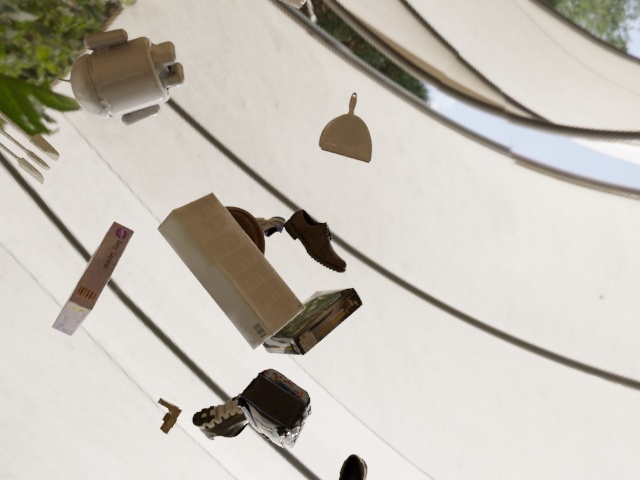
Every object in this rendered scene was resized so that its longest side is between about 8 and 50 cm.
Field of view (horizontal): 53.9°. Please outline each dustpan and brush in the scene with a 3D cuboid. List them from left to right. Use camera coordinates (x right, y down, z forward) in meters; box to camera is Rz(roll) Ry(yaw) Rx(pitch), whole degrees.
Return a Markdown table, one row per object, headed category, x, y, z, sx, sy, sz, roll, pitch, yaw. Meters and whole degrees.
| category | x | y | z | sx | sy | sz | roll | pitch | yaw |
| --- | --- | --- | --- | --- | --- | --- | --- | --- | --- |
| dustpan and brush | 0.079 | -0.312 | 1.685 | 0.060 | 0.147 | 0.211 | 139 | -35 | -73 |

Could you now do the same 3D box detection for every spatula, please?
| category | x | y | z | sx | sy | sz | roll | pitch | yaw |
| --- | --- | --- | --- | --- | --- | --- | --- | --- | --- |
| spatula | -0.822 | -0.271 | 1.694 | 0.168 | 0.242 | 0.019 | -34 | -162 | 47 |

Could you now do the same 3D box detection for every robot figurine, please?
| category | x | y | z | sx | sy | sz | roll | pitch | yaw |
| --- | --- | --- | --- | --- | --- | --- | --- | --- | --- |
| robot figurine | -0.592 | -0.486 | 1.896 | 0.353 | 0.300 | 0.200 | -17 | -142 | -2 |

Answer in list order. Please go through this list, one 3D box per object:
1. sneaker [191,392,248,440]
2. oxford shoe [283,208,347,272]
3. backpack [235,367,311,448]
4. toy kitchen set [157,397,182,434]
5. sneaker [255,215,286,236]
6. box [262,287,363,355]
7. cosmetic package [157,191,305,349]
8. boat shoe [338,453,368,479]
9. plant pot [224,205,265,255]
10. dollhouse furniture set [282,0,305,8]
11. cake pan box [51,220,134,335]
| category | x | y | z | sx | sy | sz | roll | pitch | yaw |
| --- | --- | --- | --- | --- | --- | --- | --- | --- | --- |
| sneaker | -0.231 | 0.492 | 1.754 | 0.234 | 0.106 | 0.078 | -19 | -150 | -2 |
| oxford shoe | 0.000 | 0.000 | 1.793 | 0.096 | 0.227 | 0.083 | -48 | 173 | 20 |
| backpack | -0.098 | 0.396 | 1.450 | 0.158 | 0.173 | 0.117 | 28 | -120 | 23 |
| toy kitchen set | -0.483 | 0.531 | 1.924 | 0.068 | 0.075 | 0.083 | 9 | -116 | 57 |
| sneaker | -0.175 | -0.039 | 1.958 | 0.135 | 0.052 | 0.058 | -8 | -123 | 19 |
| box | -0.026 | 0.212 | 1.653 | 0.231 | 0.056 | 0.183 | -36 | -167 | -33 |
| cosmetic package | -0.137 | 0.045 | 0.977 | 0.060 | 0.239 | 0.099 | -42 | 176 | 38 |
| boat shoe | 0.068 | 0.646 | 1.555 | 0.081 | 0.069 | 0.228 | 0 | -120 | 17 |
| plant pot | -0.279 | 0.018 | 1.751 | 0.237 | 0.237 | 0.109 | -43 | -148 | -27 |
| dollhouse furniture set | -0.088 | -0.510 | 1.223 | 0.183 | 0.129 | 0.129 | 148 | -40 | -67 |
| cake pan box | -0.606 | 0.101 | 1.682 | 0.245 | 0.070 | 0.267 | -33 | -149 | 51 |
